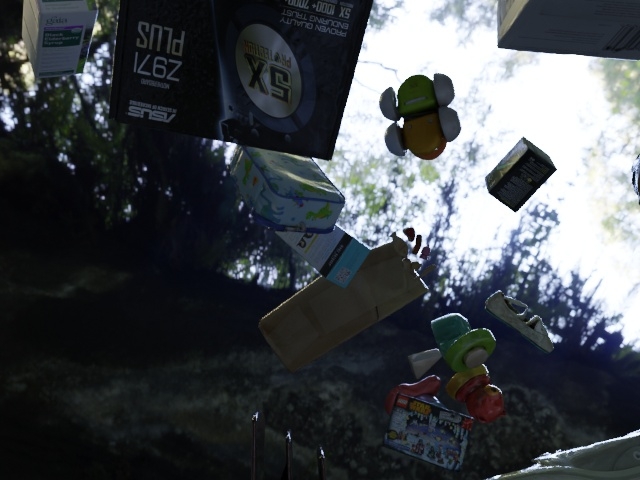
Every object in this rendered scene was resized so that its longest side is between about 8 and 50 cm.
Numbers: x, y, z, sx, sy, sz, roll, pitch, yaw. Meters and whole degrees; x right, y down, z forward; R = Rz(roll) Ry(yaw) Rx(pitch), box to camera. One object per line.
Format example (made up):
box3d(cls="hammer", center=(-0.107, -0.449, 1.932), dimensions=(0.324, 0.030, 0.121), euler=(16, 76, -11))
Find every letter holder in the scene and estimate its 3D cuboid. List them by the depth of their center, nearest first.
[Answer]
box3d(cls="letter holder", center=(-0.067, 0.478, 1.376), dimensions=(0.151, 0.302, 0.215), euler=(-2, -106, -2))

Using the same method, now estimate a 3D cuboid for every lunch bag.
box3d(cls="lunch bag", center=(-0.062, -0.101, 1.167), dimensions=(0.176, 0.090, 0.219), euler=(4, -145, -35))

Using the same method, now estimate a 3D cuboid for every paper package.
box3d(cls="paper package", center=(0.062, 0.165, 1.625), dimensions=(0.309, 0.324, 0.168), euler=(-19, -106, -54))

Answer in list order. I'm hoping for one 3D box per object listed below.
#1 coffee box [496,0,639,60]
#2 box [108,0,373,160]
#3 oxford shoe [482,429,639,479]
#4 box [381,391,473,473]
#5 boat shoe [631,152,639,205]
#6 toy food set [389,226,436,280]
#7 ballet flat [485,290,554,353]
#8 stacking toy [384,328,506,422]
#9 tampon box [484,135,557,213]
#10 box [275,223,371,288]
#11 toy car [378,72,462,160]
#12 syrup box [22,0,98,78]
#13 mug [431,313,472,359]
box3d(cls="coffee box", center=(0.548, -0.575, 1.174), dimensions=(0.337, 0.338, 0.335), euler=(4, -102, -2))
box3d(cls="box", center=(-0.064, -0.157, 0.498), dimensions=(0.180, 0.148, 0.078), euler=(9, -154, -14))
box3d(cls="oxford shoe", center=(0.396, 0.378, 0.951), dimensions=(0.448, 0.169, 0.130), euler=(-9, -160, -8))
box3d(cls="box", center=(0.182, 0.327, 1.073), dimensions=(0.136, 0.027, 0.094), euler=(16, -110, 11))
box3d(cls="boat shoe", center=(0.590, -0.121, 1.099), dimensions=(0.102, 0.285, 0.093), euler=(-21, -128, 16))
box3d(cls="toy food set", center=(0.194, 0.020, 1.321), dimensions=(0.077, 0.122, 0.019), euler=(-32, -159, -13))
box3d(cls="ballet flat", center=(0.397, 0.157, 1.220), dimensions=(0.168, 0.052, 0.057), euler=(34, -160, -6))
box3d(cls="stacking toy", center=(0.324, 0.367, 1.515), dimensions=(0.308, 0.280, 0.130), euler=(-16, -133, -20))
box3d(cls="tampon box", center=(0.540, -0.179, 1.711), dimensions=(0.101, 0.161, 0.120), euler=(34, -153, -8))
box3d(cls="box", center=(0.000, 0.000, 1.351), dimensions=(0.060, 0.101, 0.244), euler=(31, -175, -38))
box3d(cls="toy car", center=(0.218, -0.257, 1.338), dimensions=(0.159, 0.136, 0.182), euler=(-13, -105, 22))
box3d(cls="syrup box", center=(-0.476, -0.392, 1.141), dimensions=(0.093, 0.237, 0.097), euler=(-16, -95, -29))
box3d(cls="mug", center=(0.388, 0.284, 1.805), dimensions=(0.097, 0.130, 0.158), euler=(-23, -149, 13))
